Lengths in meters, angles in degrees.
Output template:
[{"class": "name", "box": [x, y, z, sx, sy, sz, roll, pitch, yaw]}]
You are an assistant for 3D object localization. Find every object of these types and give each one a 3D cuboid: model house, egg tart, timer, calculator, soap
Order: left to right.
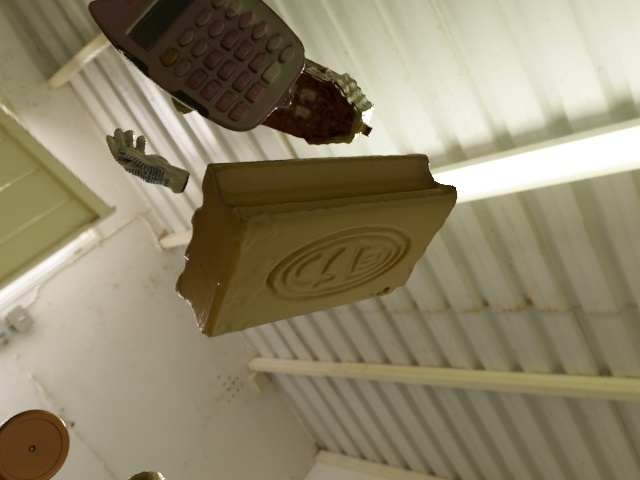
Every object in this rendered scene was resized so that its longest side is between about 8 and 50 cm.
[{"class": "timer", "box": [-0.549, 0.372, 1.099, 0.152, 0.132, 0.132, -13, -65, 47]}, {"class": "egg tart", "box": [-0.305, -0.363, 1.444, 0.129, 0.049, 0.129, -6, -99, 37]}, {"class": "calculator", "box": [-0.161, -0.282, 0.856, 0.294, 0.194, 0.043, 37, -13, -5]}, {"class": "soap", "box": [0.001, 0.000, 0.740, 0.096, 0.324, 0.204, 54, -43, 33]}, {"class": "model house", "box": [0.007, -0.298, 1.345, 0.254, 0.196, 0.160, 26, -68, 5]}]

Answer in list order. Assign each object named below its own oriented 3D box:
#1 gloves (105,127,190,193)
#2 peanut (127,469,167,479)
[{"class": "gloves", "box": [-0.434, -0.195, 1.513, 0.229, 0.097, 0.119, 39, -2, -19]}, {"class": "peanut", "box": [-0.394, 0.635, 1.308, 0.137, 0.253, 0.122, -25, -34, 38]}]
